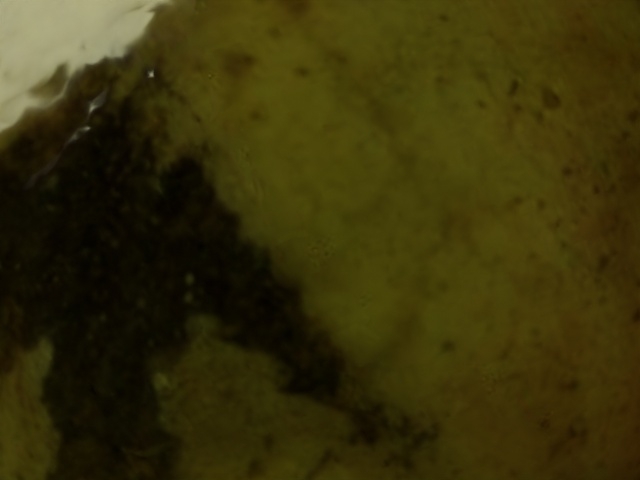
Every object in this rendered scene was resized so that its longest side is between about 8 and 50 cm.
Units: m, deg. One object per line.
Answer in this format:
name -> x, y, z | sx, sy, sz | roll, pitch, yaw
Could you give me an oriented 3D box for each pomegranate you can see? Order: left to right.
pomegranate -> 0.000, 0.000, 0.523 | 0.322, 0.322, 0.322 | -36, 3, 2
